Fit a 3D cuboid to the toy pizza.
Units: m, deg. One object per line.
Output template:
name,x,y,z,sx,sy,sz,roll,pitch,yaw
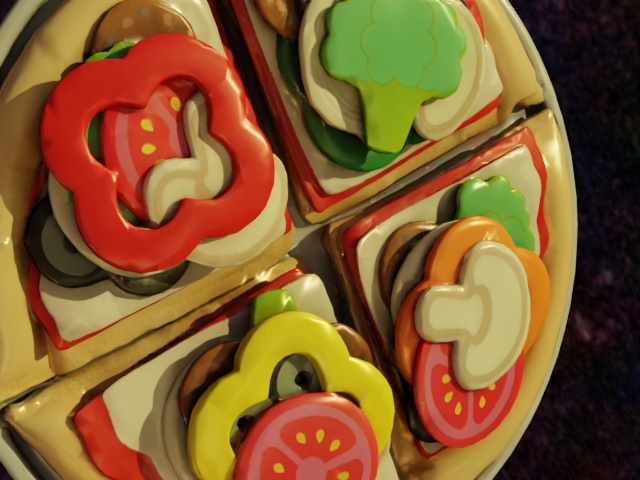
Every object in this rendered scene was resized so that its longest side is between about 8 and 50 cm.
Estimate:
toy pizza,0.000,0.000,0.346,0.201,0.201,0.032,-56,27,-17
